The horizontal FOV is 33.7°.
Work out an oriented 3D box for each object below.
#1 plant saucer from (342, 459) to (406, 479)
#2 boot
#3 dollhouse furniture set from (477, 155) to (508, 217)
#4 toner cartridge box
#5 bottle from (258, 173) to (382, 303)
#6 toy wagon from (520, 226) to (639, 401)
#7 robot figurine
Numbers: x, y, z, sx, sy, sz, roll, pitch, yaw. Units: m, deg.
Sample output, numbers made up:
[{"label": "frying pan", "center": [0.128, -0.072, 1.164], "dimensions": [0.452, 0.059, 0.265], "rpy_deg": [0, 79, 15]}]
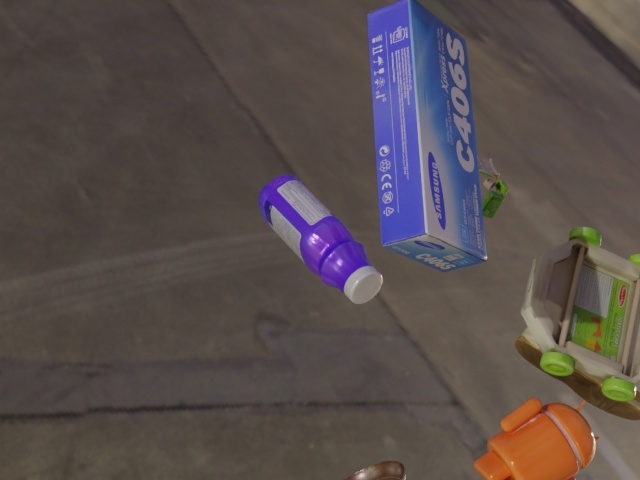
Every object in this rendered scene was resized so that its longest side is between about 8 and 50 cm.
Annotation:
[{"label": "plant saucer", "center": [0.063, 0.399, 1.619], "dimensions": [0.029, 0.168, 0.168], "rpy_deg": [61, 23, -9]}, {"label": "boot", "center": [0.518, 0.189, 1.936], "dimensions": [0.262, 0.095, 0.203], "rpy_deg": [32, 66, 18]}, {"label": "dollhouse furniture set", "center": [0.349, -0.119, 2.269], "dimensions": [0.076, 0.058, 0.151], "rpy_deg": [12, 38, -25]}, {"label": "toner cartridge box", "center": [0.147, -0.144, 1.460], "dimensions": [0.165, 0.075, 0.347], "rpy_deg": [20, 61, -50]}, {"label": "bottle", "center": [0.000, 0.000, 1.831], "dimensions": [0.283, 0.092, 0.118], "rpy_deg": [46, -15, 38]}, {"label": "toy wagon", "center": [0.515, 0.142, 1.818], "dimensions": [0.344, 0.068, 0.267], "rpy_deg": [24, 63, -8]}, {"label": "robot figurine", "center": [0.373, 0.361, 1.795], "dimensions": [0.158, 0.219, 0.128], "rpy_deg": [57, -9, 20]}]
